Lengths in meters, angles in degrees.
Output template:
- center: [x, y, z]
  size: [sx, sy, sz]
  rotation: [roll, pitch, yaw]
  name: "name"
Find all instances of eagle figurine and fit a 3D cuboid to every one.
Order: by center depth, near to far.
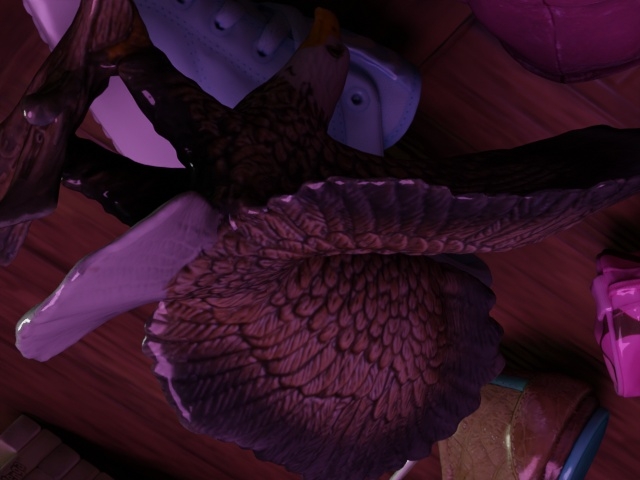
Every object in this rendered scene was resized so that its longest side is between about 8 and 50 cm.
- center: [0.004, -0.010, 0.843]
  size: [0.298, 0.225, 0.226]
  rotation: [28, 175, -15]
  name: "eagle figurine"

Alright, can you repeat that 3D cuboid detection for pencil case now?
- center: [0.247, 0.033, 1.008]
  size: [0.209, 0.095, 0.098]
  rotation: [-8, 163, 19]
  name: "pencil case"

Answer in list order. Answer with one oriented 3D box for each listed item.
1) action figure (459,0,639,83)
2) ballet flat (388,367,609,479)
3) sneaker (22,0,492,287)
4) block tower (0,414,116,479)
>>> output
- center: [0.107, -0.141, 0.759]
  size: [0.248, 0.275, 0.370]
  rotation: [5, 160, 20]
  name: "action figure"
- center: [0.090, 0.202, 1.199]
  size: [0.124, 0.116, 0.342]
  rotation: [25, 136, 20]
  name: "ballet flat"
- center: [-0.035, -0.084, 0.977]
  size: [0.150, 0.135, 0.366]
  rotation: [-33, 116, 2]
  name: "sneaker"
- center: [-0.093, 0.256, 1.223]
  size: [0.335, 0.097, 0.091]
  rotation: [34, 133, 11]
  name: "block tower"
